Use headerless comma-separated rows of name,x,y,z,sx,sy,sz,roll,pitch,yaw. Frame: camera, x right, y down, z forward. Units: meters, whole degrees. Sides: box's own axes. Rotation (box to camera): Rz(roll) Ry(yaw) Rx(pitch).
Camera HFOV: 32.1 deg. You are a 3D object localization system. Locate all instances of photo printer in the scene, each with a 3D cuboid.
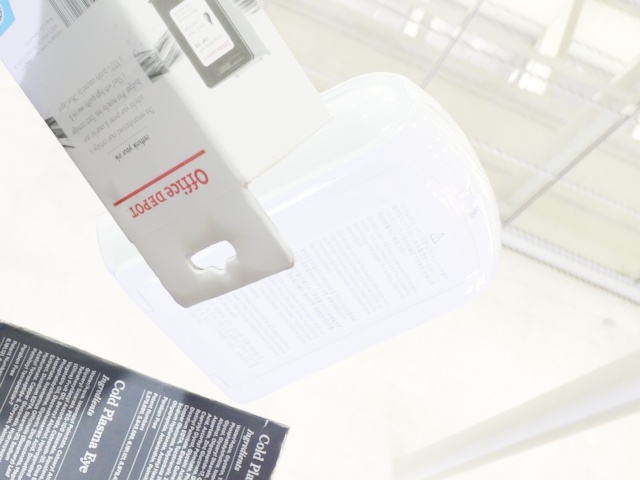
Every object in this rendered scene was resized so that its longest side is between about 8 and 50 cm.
photo printer,0.000,0.000,0.970,0.307,0.256,0.107,-26,-133,10

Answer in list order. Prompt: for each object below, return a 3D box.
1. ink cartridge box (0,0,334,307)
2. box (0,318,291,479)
ink cartridge box,-0.069,-0.067,0.475,0.060,0.104,0.180,-41,-78,-37
box,-0.229,0.258,1.197,0.312,0.343,0.179,20,-113,-4
